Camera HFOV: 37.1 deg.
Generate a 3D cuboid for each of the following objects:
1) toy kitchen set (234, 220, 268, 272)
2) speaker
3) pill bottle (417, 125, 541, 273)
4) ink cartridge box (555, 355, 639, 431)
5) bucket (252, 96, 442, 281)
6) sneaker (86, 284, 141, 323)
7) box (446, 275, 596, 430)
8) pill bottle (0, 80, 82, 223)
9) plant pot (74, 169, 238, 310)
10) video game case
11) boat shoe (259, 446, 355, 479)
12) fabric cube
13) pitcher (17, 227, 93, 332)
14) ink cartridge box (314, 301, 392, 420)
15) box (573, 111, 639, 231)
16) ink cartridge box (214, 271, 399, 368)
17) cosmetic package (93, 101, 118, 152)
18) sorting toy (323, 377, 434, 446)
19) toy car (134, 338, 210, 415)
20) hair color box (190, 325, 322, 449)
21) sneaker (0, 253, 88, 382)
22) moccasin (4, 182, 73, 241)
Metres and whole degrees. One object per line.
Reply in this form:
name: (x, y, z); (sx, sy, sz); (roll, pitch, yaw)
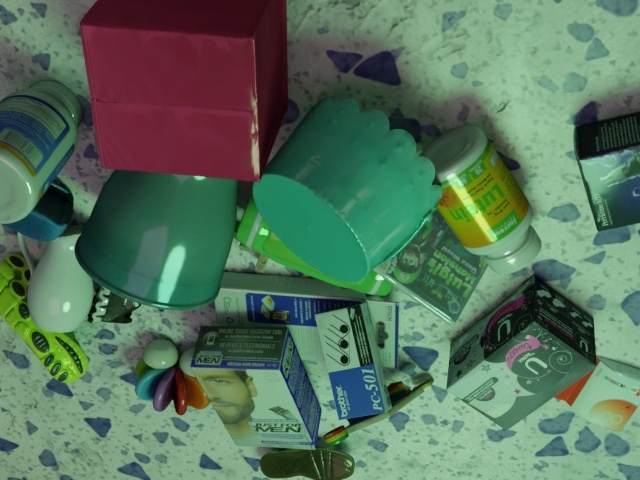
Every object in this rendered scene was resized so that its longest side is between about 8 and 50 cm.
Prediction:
toy kitchen set: (-0.138, 0.022, 1.819); (0.083, 0.068, 0.075); (21, 128, -3)
speaker: (0.000, 0.000, 1.739); (0.297, 0.131, 0.131); (21, 128, -4)
pill bottle: (0.276, -0.062, 1.625); (0.136, 0.136, 0.245); (-25, 118, 27)
ink cartridge box: (0.545, 0.297, 1.895); (0.179, 0.045, 0.145); (16, 127, -3)
bucket: (0.036, -0.076, 1.565); (0.281, 0.183, 0.281); (34, 155, 18)
sneaker: (-0.389, 0.080, 1.915); (0.106, 0.078, 0.234); (15, 121, -19)
box: (0.377, 0.217, 1.808); (0.163, 0.142, 0.247); (34, 125, -14)
pill bottle: (-0.510, -0.163, 1.632); (0.152, 0.272, 0.152); (5, 127, 7)
plant pot: (-0.267, -0.057, 1.682); (0.272, 0.271, 0.255); (22, 113, -4)
video game case: (0.206, 0.030, 1.706); (0.190, 0.173, 0.022); (36, 167, -15)
boat shoe: (-0.024, 0.494, 2.145); (0.224, 0.073, 0.080); (-6, 100, 20)
fabric cube: (-0.199, -0.268, 1.503); (0.258, 0.254, 0.259); (5, 126, 6)
pitcher: (-0.532, 0.065, 1.890); (0.178, 0.125, 0.207); (15, 102, 20)
ink cartridge box: (0.062, 0.228, 1.802); (0.097, 0.046, 0.207); (-13, 88, 21)
box: (0.531, -0.121, 1.546); (0.207, 0.108, 0.153); (-14, 123, 21)
ink cartridge box: (-0.025, 0.159, 1.900); (0.371, 0.069, 0.175); (5, 126, 11)
cosmetic package: (-0.369, -0.208, 1.714); (0.060, 0.041, 0.115); (16, 128, 1)
sorting toy: (0.122, 0.322, 1.898); (0.132, 0.274, 0.046); (-31, 84, 40)
toy car: (-0.312, 0.308, 2.026); (0.182, 0.136, 0.159); (12, 128, 3)
hair color box: (-0.123, 0.306, 1.948); (0.185, 0.110, 0.338); (-1, 140, 15)
sneaker: (-0.594, 0.167, 1.991); (0.109, 0.123, 0.295); (-31, 101, -17)
moccasin: (-0.630, -0.120, 1.795); (0.342, 0.116, 0.138); (35, 138, -20)
